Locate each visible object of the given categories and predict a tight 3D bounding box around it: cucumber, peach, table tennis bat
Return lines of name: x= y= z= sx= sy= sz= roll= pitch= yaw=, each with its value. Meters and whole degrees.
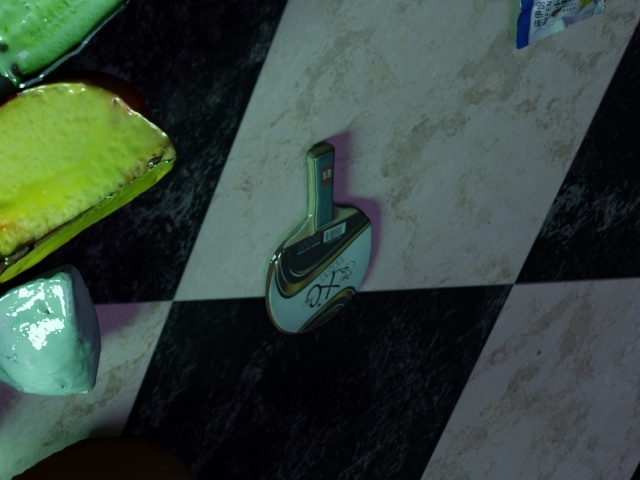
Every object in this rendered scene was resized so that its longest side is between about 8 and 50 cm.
cucumber: x=-0.249 y=-0.240 z=1.495 sx=0.115 sy=0.086 sz=0.193 roll=44 pitch=88 yaw=-9
peach: x=-0.282 y=-0.061 z=1.548 sx=0.267 sy=0.158 sz=0.154 roll=-37 pitch=173 yaw=-1
table tennis bat: x=0.000 y=0.000 z=2.001 sx=0.173 sy=0.022 sz=0.301 roll=-27 pitch=139 yaw=-28

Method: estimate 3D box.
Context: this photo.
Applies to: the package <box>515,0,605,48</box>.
package: x=0.318 y=-0.344 z=2.020 sx=0.173 sy=0.027 sz=0.171 roll=-28 pitch=138 yaw=-31

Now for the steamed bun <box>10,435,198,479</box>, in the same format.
steamed bun: x=-0.265 y=0.393 z=1.811 sx=0.379 sy=0.248 sz=0.235 roll=-27 pitch=139 yaw=-61

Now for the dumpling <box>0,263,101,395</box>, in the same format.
dumpling: x=-0.309 y=0.110 z=1.707 sx=0.149 sy=0.105 sz=0.216 roll=-28 pitch=148 yaw=-28
